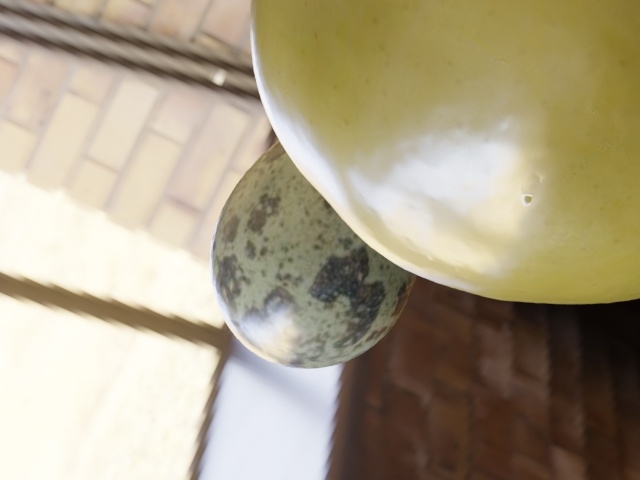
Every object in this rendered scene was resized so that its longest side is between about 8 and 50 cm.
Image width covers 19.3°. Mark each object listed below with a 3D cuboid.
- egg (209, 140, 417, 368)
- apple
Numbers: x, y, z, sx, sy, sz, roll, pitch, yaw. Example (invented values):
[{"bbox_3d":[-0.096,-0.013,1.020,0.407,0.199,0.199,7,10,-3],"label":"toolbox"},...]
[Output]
[{"bbox_3d":[0.000,0.000,1.197,0.132,0.132,0.172,-88,17,-69],"label":"egg"},{"bbox_3d":[0.091,-0.107,0.793,0.262,0.262,0.262,-62,9,17],"label":"apple"}]
